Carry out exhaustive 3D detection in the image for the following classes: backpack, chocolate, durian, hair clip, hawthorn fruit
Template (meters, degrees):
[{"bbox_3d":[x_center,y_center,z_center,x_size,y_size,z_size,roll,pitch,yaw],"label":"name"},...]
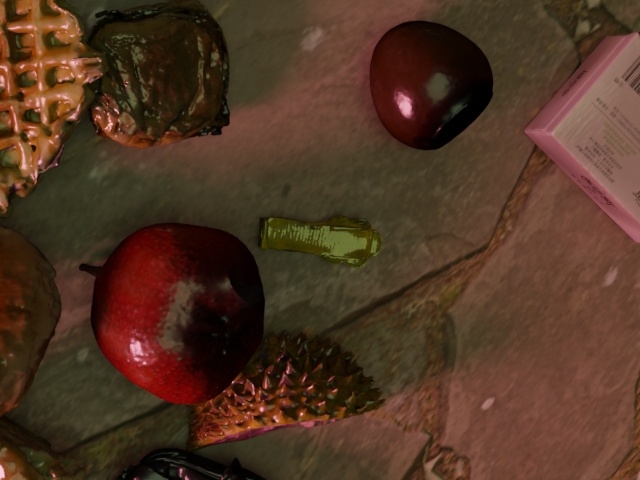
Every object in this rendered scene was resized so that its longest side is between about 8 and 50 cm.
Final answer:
[{"bbox_3d":[-0.167,0.388,1.693,0.258,0.133,0.206,27,87,-8],"label":"backpack"},{"bbox_3d":[0.142,-0.216,1.679,0.177,0.177,0.177,-2,97,-13],"label":"chocolate"},{"bbox_3d":[-0.043,0.210,1.684,0.260,0.186,0.154,-16,107,-24],"label":"durian"},{"bbox_3d":[0.000,0.000,1.717,0.173,0.046,0.072,3,99,-12],"label":"hair clip"},{"bbox_3d":[-0.208,0.076,1.604,0.266,0.210,0.230,25,97,17],"label":"hawthorn fruit"}]

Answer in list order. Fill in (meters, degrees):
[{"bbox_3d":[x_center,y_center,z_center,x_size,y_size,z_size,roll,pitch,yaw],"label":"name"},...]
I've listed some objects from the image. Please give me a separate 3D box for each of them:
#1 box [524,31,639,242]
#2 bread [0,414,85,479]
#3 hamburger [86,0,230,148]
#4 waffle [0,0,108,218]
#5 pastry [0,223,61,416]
[{"bbox_3d":[0.455,-0.142,1.774,0.260,0.111,0.194,43,87,-17],"label":"box"},{"bbox_3d":[-0.456,0.340,1.578,0.238,0.196,0.252,31,86,-16],"label":"bread"},{"bbox_3d":[-0.218,-0.216,1.612,0.206,0.130,0.183,-12,102,-30],"label":"hamburger"},{"bbox_3d":[-0.425,-0.203,1.539,0.297,0.073,0.317,38,101,1],"label":"waffle"},{"bbox_3d":[-0.470,0.102,1.516,0.330,0.136,0.329,3,55,-4],"label":"pastry"}]
